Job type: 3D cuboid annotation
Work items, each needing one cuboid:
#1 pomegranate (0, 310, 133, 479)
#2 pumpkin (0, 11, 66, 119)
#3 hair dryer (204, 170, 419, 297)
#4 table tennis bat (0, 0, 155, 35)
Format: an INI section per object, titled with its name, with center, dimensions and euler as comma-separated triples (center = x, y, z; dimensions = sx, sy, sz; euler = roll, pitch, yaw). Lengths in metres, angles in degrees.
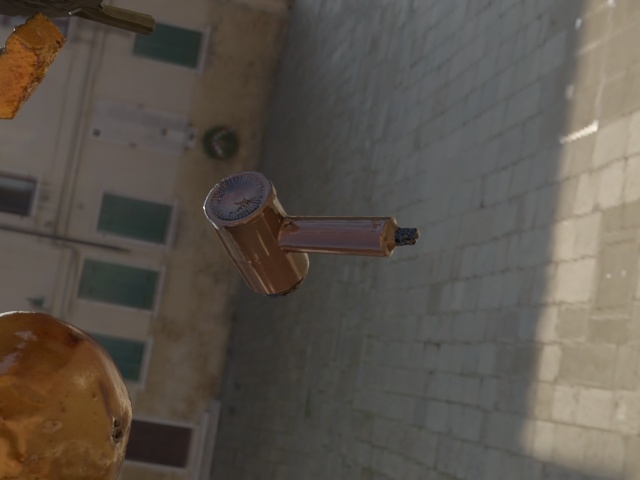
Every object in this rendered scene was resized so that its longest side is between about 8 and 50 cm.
[pomegranate]
center = -0.531, 0.314, 1.833
dimensions = 0.410, 0.410, 0.410
euler = -170, 90, -80
[pumpkin]
center = -0.264, -0.152, 0.940
dimensions = 0.083, 0.054, 0.074
euler = -55, 12, 22
[hair dryer]
center = 0.000, 0.000, 0.925
dimensions = 0.117, 0.181, 0.064
euler = 63, -141, -45
[table tennis bat]
center = -0.262, -0.237, 1.077
dimensions = 0.131, 0.234, 0.022
euler = -6, 83, 39
